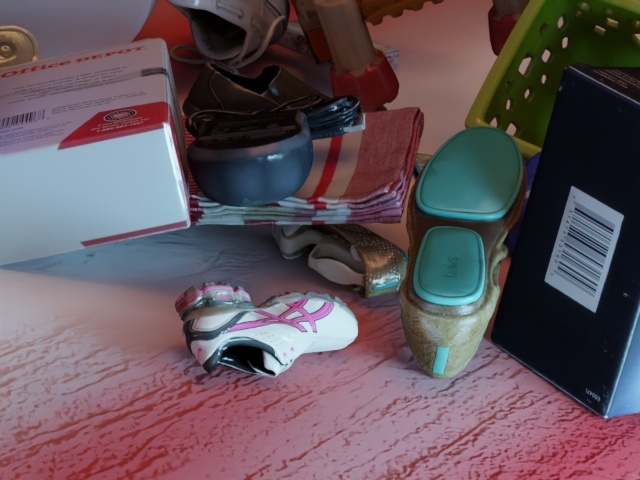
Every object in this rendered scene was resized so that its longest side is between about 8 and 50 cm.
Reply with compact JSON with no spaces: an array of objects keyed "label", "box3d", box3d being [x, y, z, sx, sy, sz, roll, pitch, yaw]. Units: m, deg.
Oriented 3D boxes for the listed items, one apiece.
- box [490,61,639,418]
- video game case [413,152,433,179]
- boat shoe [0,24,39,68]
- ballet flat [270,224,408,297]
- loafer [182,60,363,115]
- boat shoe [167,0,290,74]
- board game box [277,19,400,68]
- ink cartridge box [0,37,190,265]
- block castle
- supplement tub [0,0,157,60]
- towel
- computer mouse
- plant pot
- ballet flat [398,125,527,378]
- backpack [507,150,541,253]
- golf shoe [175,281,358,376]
[{"label":"box","box3d":[0.361,-0.007,1.850,0.294,0.296,0.182,-5,27,-38]},{"label":"video game case","box3d":[0.175,-0.061,2.259,0.119,0.015,0.166,9,22,-12]},{"label":"boat shoe","box3d":[-0.445,-0.202,2.182,0.233,0.084,0.079,-1,-13,-18]},{"label":"ballet flat","box3d":[0.000,0.000,1.934,0.206,0.073,0.067,26,39,37]},{"label":"loafer","box3d":[-0.045,-0.159,2.172,0.220,0.078,0.080,6,21,-19]},{"label":"boat shoe","box3d":[-0.128,-0.278,2.466,0.135,0.156,0.367,12,-8,9]},{"label":"board game box","box3d":[0.022,-0.275,2.680,0.154,0.026,0.103,25,24,26]},{"label":"ink cartridge box","box3d":[-0.235,-0.094,1.874,0.197,0.114,0.273,-11,24,0]},{"label":"block castle","box3d":[0.109,-0.347,2.508,0.303,0.213,0.453,-20,34,1]},{"label":"supplement tub","box3d":[-0.324,-0.365,2.402,0.241,0.241,0.331,9,22,-13]},{"label":"towel","box3d":[-0.064,-0.083,1.979,0.329,0.037,0.237,-1,27,9]},{"label":"computer mouse","box3d":[-0.056,-0.083,1.871,0.188,0.072,0.272,-5,14,7]},{"label":"plant pot","box3d":[0.342,-0.157,2.287,0.228,0.227,0.207,26,-7,29]},{"label":"ballet flat","box3d":[0.137,0.018,1.865,0.116,0.124,0.342,7,34,5]},{"label":"backpack","box3d":[0.242,-0.032,2.124,0.101,0.098,0.120,8,33,9]},{"label":"golf shoe","box3d":[-0.043,0.090,1.704,0.186,0.067,0.086,4,54,-34]}]
